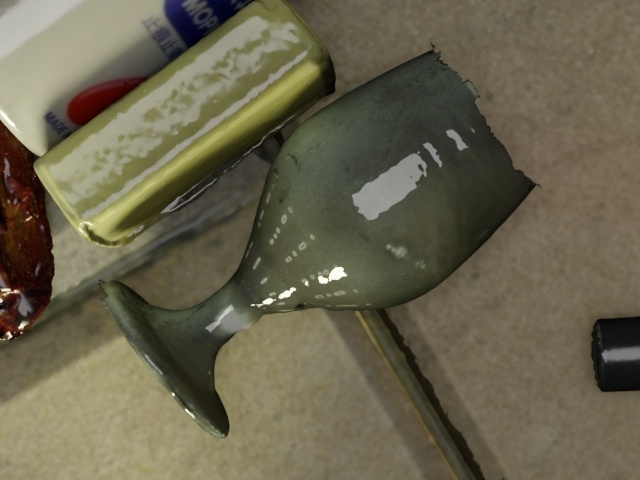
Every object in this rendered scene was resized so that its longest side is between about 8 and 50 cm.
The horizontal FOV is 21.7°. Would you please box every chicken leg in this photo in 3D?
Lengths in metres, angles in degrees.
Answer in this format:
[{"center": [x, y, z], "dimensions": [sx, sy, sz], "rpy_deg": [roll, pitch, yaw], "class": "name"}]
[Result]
[{"center": [-0.216, -0.039, 1.006], "dimensions": [0.093, 0.053, 0.205], "rpy_deg": [-14, 84, 15], "class": "chicken leg"}]

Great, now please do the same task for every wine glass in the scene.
[{"center": [0.000, 0.000, 0.961], "dimensions": [0.241, 0.126, 0.126], "rpy_deg": [-39, 88, 2], "class": "wine glass"}]

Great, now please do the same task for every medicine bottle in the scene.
[{"center": [-0.060, -0.196, 0.964], "dimensions": [0.341, 0.130, 0.130], "rpy_deg": [-36, 88, 0], "class": "medicine bottle"}]

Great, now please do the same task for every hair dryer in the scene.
[{"center": [0.243, -0.009, 0.997], "dimensions": [0.173, 0.050, 0.194], "rpy_deg": [-5, 84, 0], "class": "hair dryer"}]

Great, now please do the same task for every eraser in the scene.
[{"center": [-0.075, -0.068, 0.967], "dimensions": [0.172, 0.117, 0.058], "rpy_deg": [-36, 84, 0], "class": "eraser"}]
